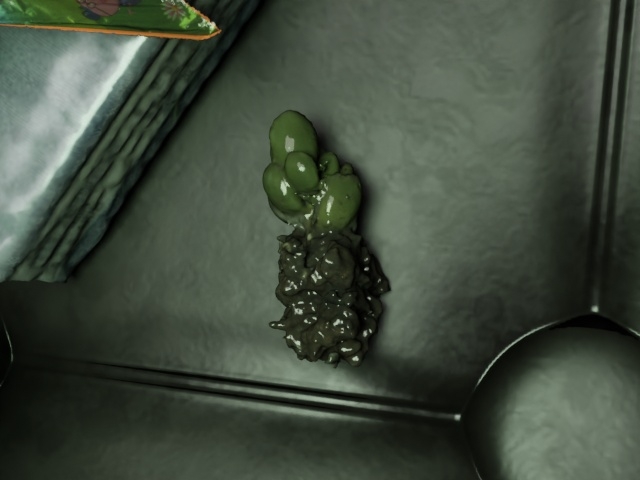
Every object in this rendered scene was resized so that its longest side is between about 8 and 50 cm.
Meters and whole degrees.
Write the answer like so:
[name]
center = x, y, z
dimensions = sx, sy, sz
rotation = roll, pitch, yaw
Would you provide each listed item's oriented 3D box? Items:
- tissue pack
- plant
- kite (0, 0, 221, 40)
[tissue pack]
center = -0.191, -0.207, 0.761
dimensions = 0.288, 0.124, 0.394
rotation = 39, 98, 13
[plant]
center = 0.000, 0.000, 0.730
dimensions = 0.087, 0.085, 0.174
rotation = -9, 80, -9
[kite]
center = -0.214, -0.195, 0.637
dimensions = 0.321, 0.016, 0.234
rotation = 44, 66, 4
